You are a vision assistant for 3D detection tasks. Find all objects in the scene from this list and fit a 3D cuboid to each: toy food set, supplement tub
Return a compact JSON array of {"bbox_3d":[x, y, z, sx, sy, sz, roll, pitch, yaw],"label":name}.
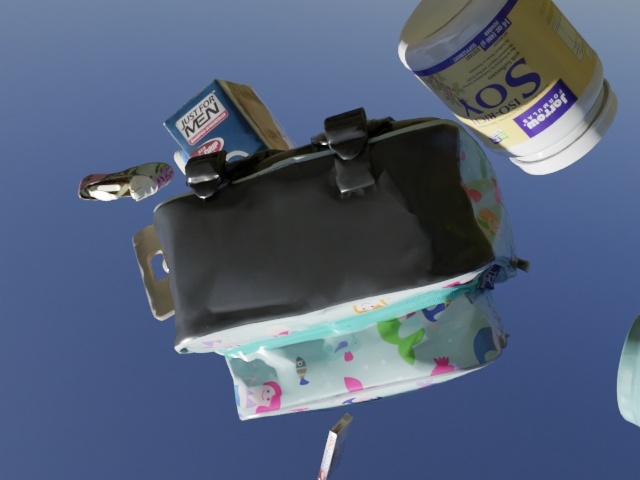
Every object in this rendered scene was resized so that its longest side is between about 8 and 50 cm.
[{"bbox_3d":[-0.144,0.117,1.100,0.306,0.092,0.219,38,-169,-35],"label":"toy food set"},{"bbox_3d":[0.320,-0.292,1.236,0.331,0.241,0.241,39,-164,-23],"label":"supplement tub"}]

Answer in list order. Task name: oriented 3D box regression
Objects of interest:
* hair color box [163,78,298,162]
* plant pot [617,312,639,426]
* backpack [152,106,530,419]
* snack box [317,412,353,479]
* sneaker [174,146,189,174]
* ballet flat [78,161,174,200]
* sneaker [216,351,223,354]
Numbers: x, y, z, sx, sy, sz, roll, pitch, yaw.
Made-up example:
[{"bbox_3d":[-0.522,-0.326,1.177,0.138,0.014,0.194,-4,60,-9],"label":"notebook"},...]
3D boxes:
[{"bbox_3d":[-0.060,-0.068,1.078,0.347,0.105,0.174,52,-167,-1],"label":"hair color box"},{"bbox_3d":[0.542,0.195,1.017,0.196,0.292,0.293,10,-159,43],"label":"plant pot"},{"bbox_3d":[0.033,0.017,0.534,0.225,0.190,0.253,-16,180,18],"label":"backpack"},{"bbox_3d":[0.033,0.460,1.612,0.022,0.178,0.064,29,-139,22],"label":"snack box"},{"bbox_3d":[-0.184,-0.116,1.283,0.152,0.085,0.058,56,-147,-2],"label":"sneaker"},{"bbox_3d":[-0.439,-0.121,1.642,0.222,0.076,0.079,-7,-142,6],"label":"ballet flat"},{"bbox_3d":[-0.163,0.106,1.761,0.137,0.365,0.210,34,-139,7],"label":"sneaker"}]
